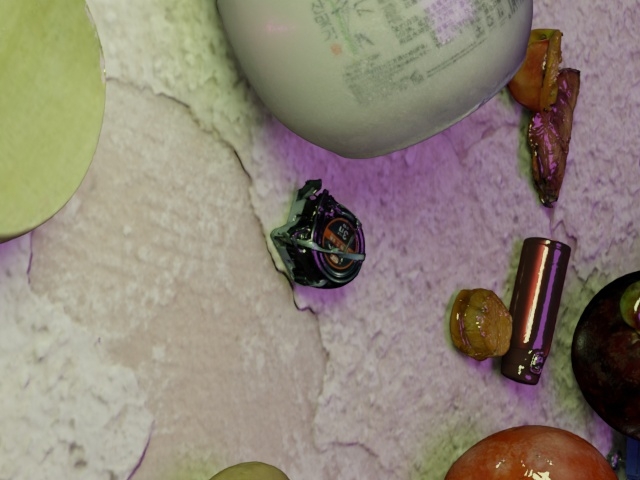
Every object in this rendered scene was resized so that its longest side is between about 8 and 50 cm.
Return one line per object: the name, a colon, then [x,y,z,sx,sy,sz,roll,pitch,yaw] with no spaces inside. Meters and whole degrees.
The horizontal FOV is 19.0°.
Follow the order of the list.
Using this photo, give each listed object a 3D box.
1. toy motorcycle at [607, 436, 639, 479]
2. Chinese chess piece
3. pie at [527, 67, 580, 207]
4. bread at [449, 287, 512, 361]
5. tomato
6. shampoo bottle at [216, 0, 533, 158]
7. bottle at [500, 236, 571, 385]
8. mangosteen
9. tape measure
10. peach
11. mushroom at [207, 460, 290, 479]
toy motorcycle: [0.413,0.256,2.378,0.114,0.076,0.205,-3,96,-58]
Chinese chess piece: [-0.277,-0.117,1.462,0.250,0.101,0.250,-4,96,-51]
pie: [0.265,-0.123,2.193,0.092,0.034,0.170,17,79,-54]
bread: [0.176,0.092,2.087,0.083,0.046,0.081,-4,90,-49]
tomato: [0.226,0.301,2.039,0.184,0.208,0.208,21,75,-66]
shampoo bottle: [0.040,-0.235,1.717,0.273,0.273,0.266,-46,117,-39]
bottle: [0.241,0.081,2.155,0.060,0.060,0.164,27,72,-49]
mangosteen: [0.408,0.135,2.227,0.216,0.216,0.216,-4,96,-51]
tape measure: [0.001,0.002,1.856,0.094,0.054,0.091,50,56,-32]
peach: [0.236,-0.192,2.132,0.098,0.061,0.098,11,90,-73]
mushroom: [-0.071,0.362,1.760,0.159,0.122,0.329,-70,159,-83]
